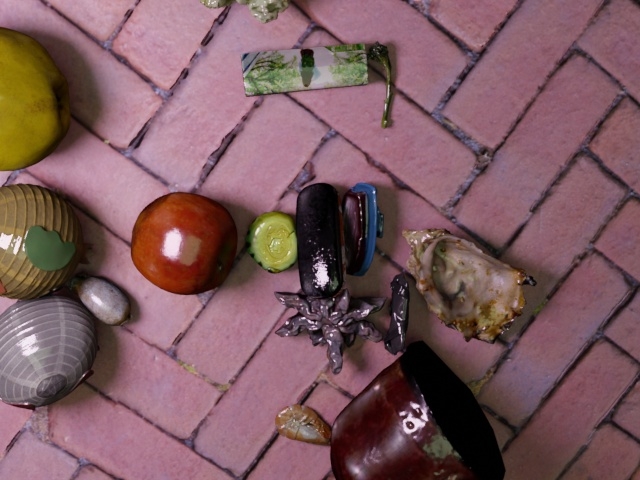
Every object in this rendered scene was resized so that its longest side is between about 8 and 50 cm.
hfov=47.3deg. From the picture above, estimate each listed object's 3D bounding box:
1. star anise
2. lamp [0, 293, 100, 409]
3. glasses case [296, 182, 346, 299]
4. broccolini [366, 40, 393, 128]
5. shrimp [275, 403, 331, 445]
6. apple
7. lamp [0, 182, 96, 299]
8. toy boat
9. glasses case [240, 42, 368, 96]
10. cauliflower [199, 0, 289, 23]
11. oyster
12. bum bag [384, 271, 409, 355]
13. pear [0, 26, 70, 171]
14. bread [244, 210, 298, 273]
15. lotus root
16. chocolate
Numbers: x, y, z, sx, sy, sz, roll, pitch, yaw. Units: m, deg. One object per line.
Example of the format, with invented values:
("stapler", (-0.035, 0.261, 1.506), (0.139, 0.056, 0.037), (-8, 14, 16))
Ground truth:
("star anise", (0.022, 0.177, 1.702), (0.283, 0.129, 0.212), (30, 110, -3))
("lamp", (-0.609, 0.246, 1.585), (0.265, 0.233, 0.233), (-32, 103, -3))
("glasses case", (0.000, 0.000, 1.634), (0.103, 0.067, 0.266), (-10, 74, 25))
("broccolini", (0.147, -0.351, 1.645), (0.052, 0.054, 0.194), (-17, 105, -22))
("shrimp", (-0.023, 0.462, 1.788), (0.184, 0.043, 0.091), (27, 94, -10))
("apple", (-0.297, 0.004, 1.585), (0.230, 0.230, 0.230), (-1, 101, -6))
("lamp", (-0.607, 0.006, 1.550), (0.284, 0.250, 0.250), (17, 102, -49))
("toy boat", (0.096, -0.022, 1.686), (0.097, 0.100, 0.223), (-11, 112, -40))
("glasses case", (-0.035, -0.376, 1.607), (0.272, 0.062, 0.095), (-7, 102, -5))
("cauliflower", (-0.146, -0.601, 1.448), (0.260, 0.281, 0.327), (-37, 108, -27))
("oyster", (0.320, 0.102, 1.728), (0.361, 0.096, 0.221), (28, 102, -11))
("bum bag", (0.177, 0.172, 1.712), (0.049, 0.087, 0.197), (6, 90, -19))
("pear", (-0.677, -0.284, 1.460), (0.375, 0.287, 0.287), (4, 102, 13))
("bread", (-0.105, 0.002, 1.671), (0.130, 0.071, 0.139), (-35, 101, -2))
("lotus root", (-0.495, 0.129, 1.649), (0.165, 0.088, 0.088), (42, 94, -5))
("chocolate", (0.193, 0.478, 1.687), (0.331, 0.383, 0.383), (-38, 103, 19))
